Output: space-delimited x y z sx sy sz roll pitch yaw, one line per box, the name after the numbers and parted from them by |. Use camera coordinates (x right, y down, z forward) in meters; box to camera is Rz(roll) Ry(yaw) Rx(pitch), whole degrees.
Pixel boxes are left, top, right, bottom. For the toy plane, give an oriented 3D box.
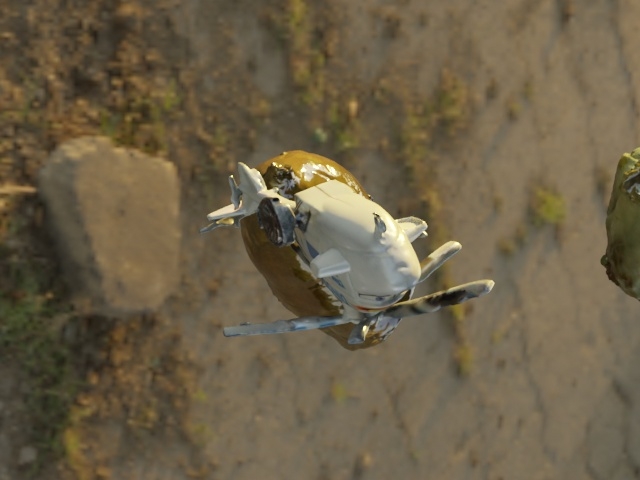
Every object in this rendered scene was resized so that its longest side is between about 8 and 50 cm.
0.003 -0.013 1.098 0.273 0.181 0.107 -111 -173 -62 | toy plane

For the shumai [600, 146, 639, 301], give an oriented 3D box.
0.361 -0.025 1.599 0.142 0.184 0.184 29 70 -59 | shumai

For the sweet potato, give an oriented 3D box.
0.000 0.000 1.623 0.370 0.157 0.158 47 57 -52 | sweet potato
